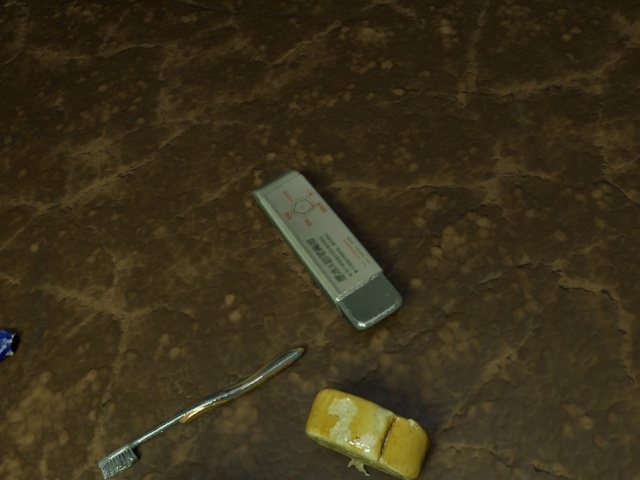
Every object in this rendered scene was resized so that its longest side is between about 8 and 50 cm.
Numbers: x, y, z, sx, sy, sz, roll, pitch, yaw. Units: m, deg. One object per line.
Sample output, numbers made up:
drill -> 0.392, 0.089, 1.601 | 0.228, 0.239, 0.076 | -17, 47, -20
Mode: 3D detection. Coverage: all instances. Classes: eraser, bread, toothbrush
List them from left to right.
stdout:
toothbrush -> -0.162, 0.233, 0.815 | 0.321, 0.023, 0.031 | -31, 64, -8
eraser -> 0.000, 0.000, 0.912 | 0.089, 0.061, 0.352 | -31, 57, -10
bread -> 0.054, 0.239, 0.709 | 0.149, 0.122, 0.073 | 15, 65, 21

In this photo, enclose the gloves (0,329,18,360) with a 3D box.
gloves -> -0.526, 0.172, 0.925 | 0.086, 0.026, 0.064 | -5, 59, 8
